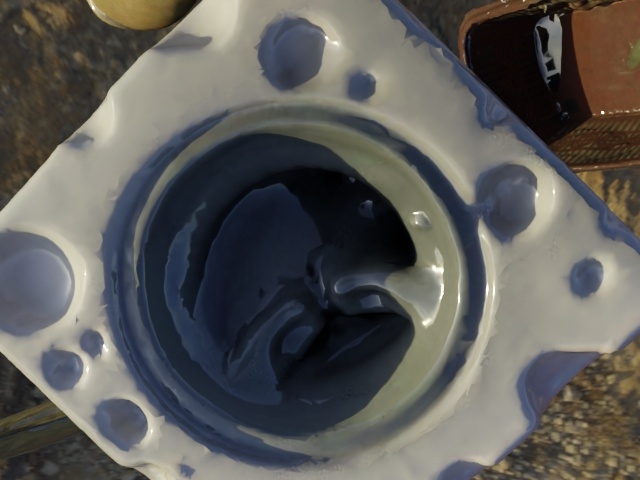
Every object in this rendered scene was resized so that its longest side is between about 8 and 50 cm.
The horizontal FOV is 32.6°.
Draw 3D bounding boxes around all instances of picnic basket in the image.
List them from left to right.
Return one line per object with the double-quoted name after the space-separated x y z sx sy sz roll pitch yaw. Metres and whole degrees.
0.308 -0.194 1.245 0.129 0.297 0.222 -28 106 -34 "picnic basket"

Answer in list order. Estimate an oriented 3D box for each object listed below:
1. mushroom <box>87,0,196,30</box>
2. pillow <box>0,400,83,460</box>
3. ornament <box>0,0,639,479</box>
0.001 -0.158 0.405 0.225 0.116 0.093 -32 95 -17 "mushroom"
-0.223 0.149 0.878 0.217 0.130 0.033 -19 81 -10 "pillow"
0.000 0.000 0.590 0.239 0.240 0.240 44 101 -4 "ornament"
